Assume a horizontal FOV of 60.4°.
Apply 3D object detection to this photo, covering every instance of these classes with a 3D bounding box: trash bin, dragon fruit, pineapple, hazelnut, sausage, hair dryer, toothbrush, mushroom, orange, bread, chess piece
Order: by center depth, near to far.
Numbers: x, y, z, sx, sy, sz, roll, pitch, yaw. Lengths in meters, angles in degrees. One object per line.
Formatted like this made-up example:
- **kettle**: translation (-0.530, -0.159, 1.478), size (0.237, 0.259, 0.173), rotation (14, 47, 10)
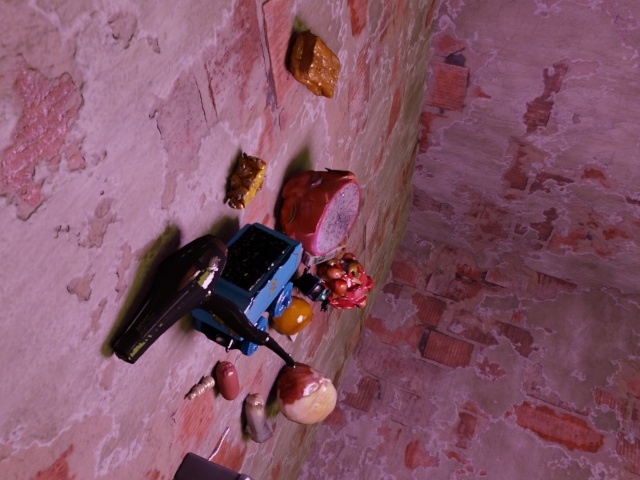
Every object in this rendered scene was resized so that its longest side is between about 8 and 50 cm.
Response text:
- **hair dryer**: translation (-0.207, 0.186, 1.131), size (0.304, 0.359, 0.120), rotation (-56, -172, -25)
- **pineapple**: translation (-0.183, -0.139, 1.345), size (0.137, 0.069, 0.116), rotation (-63, 169, 1)
- **chess piece**: translation (-0.326, 0.402, 1.484), size (0.092, 0.035, 0.035), rotation (-33, 139, -60)
- **bread**: translation (-0.009, -0.481, 1.511), size (0.271, 0.077, 0.139), rotation (-14, 117, -73)
- **trash bin**: translation (-0.284, 0.712, 1.582), size (0.177, 0.236, 0.101), rotation (84, 29, -54)
- **sausage**: translation (-0.272, 0.412, 1.616), size (0.154, 0.062, 0.062), rotation (91, 23, -46)
- **dragon fruit**: translation (-0.020, -0.097, 1.723), size (0.291, 0.189, 0.291), rotation (-48, 151, -38)
- **toothbrush**: translation (-0.336, 0.671, 1.771), size (0.162, 0.014, 0.017), rotation (-61, 146, -35)
- **orange**: translation (-0.103, 0.261, 1.921), size (0.156, 0.134, 0.156), rotation (-26, 165, -8)
- **mushroom**: translation (-0.224, 0.648, 1.977), size (0.278, 0.099, 0.096), rotation (86, 21, -46)
- **hazelnut**: translation (-0.055, 0.606, 2.200), size (0.241, 0.261, 0.261), rotation (-44, 170, 15)
- **dragon fruit**: translation (0.100, 0.177, 2.312), size (0.307, 0.227, 0.243), rotation (-15, 117, -68)

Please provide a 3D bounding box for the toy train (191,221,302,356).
- **toy train**: translation (-0.182, 0.120, 1.356), size (0.300, 0.187, 0.265), rotation (-53, 163, -43)

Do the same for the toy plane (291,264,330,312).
- **toy plane**: translation (-0.026, 0.179, 2.006), size (0.106, 0.155, 0.381), rotation (-47, -179, -5)

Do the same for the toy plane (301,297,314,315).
- **toy plane**: translation (-0.055, 0.286, 2.221), size (0.037, 0.060, 0.145), rotation (-30, 149, -6)

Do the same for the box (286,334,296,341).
- **box**: translation (-0.106, 0.312, 2.122), size (0.198, 0.029, 0.109), rotation (78, 33, -62)

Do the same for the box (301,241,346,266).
- **box**: translation (0.015, 0.048, 2.083), size (0.207, 0.041, 0.050), rotation (-18, 143, -45)
